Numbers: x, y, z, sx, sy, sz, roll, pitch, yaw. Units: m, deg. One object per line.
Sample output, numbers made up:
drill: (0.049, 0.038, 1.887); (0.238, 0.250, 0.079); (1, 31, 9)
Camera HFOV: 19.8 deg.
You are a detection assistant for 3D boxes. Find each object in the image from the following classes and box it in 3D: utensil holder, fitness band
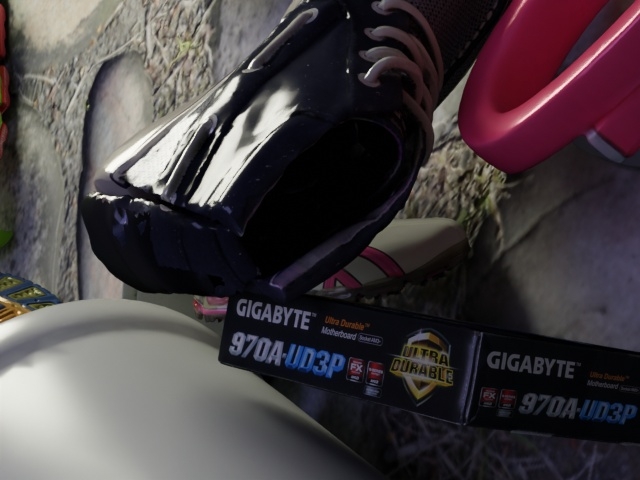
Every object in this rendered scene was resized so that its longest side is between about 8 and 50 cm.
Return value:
utensil holder: (-0.062, 0.253, 1.024); (0.385, 0.327, 0.328); (31, 105, 48)
fitness band: (0.184, -0.148, 0.963); (0.291, 0.054, 0.209); (-46, 16, 23)

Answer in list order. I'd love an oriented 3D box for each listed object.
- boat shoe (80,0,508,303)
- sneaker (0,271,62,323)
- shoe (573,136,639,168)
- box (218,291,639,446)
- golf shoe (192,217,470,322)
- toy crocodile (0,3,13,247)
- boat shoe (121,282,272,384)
boat shoe: (0.032, -0.083, 1.054); (0.340, 0.127, 0.158); (-45, 29, -21)
sneaker: (-0.335, 0.089, 1.562); (0.296, 0.112, 0.131); (12, 104, 29)
shoe: (0.204, -0.095, 0.997); (0.178, 0.063, 0.081); (-15, 46, 62)
box: (0.075, 0.069, 1.013); (0.220, 0.175, 0.051); (8, 88, 53)
golf shoe: (0.000, 0.000, 1.155); (0.186, 0.067, 0.086); (-8, 97, 14)
toy crocodile: (-0.329, -0.142, 1.671); (0.115, 0.105, 0.340); (-37, 48, 41)
boat shoe: (-0.071, 0.037, 1.268); (0.113, 0.127, 0.340); (-77, 0, -80)
